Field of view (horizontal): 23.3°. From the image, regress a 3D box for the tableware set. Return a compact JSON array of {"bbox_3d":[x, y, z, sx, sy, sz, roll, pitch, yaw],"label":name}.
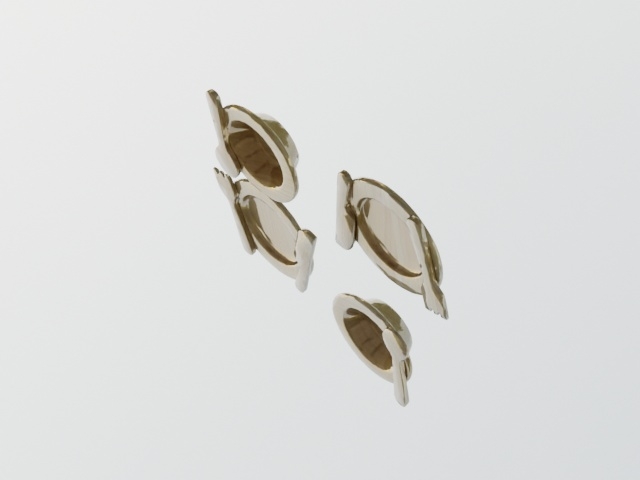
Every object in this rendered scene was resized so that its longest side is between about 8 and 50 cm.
[{"bbox_3d":[0.000,0.000,0.756,0.020,0.141,0.168,-38,-121,-23],"label":"tableware set"}]
